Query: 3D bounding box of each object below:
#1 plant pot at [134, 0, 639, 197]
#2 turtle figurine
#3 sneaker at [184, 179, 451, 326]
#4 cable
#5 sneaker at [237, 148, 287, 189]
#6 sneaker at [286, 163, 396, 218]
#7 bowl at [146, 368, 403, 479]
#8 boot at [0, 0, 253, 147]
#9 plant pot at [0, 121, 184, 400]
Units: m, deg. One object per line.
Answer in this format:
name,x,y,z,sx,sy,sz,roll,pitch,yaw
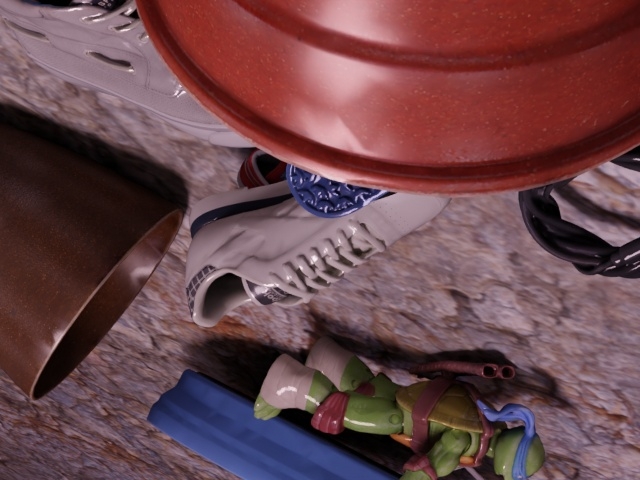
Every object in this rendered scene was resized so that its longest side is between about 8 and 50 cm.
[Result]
plant pot,0.052,-0.201,0.639,0.272,0.272,0.265,19,150,11
turtle figurine,0.073,0.218,1.652,0.266,0.198,0.274,26,143,22
sneaker,0.000,0.000,1.302,0.235,0.094,0.090,-20,135,29
cable,0.208,-0.025,1.163,0.151,0.047,0.184,22,154,-1
sneaker,-0.010,-0.036,1.368,0.118,0.042,0.067,26,162,-1
sneaker,0.088,-0.081,1.120,0.232,0.090,0.081,-15,106,31
bowl,-0.003,0.253,1.888,0.391,0.077,0.391,27,174,3
boot,-0.118,-0.141,1.152,0.258,0.095,0.123,15,164,25
plant pot,-0.278,-0.011,1.531,0.230,0.215,0.215,37,160,4
